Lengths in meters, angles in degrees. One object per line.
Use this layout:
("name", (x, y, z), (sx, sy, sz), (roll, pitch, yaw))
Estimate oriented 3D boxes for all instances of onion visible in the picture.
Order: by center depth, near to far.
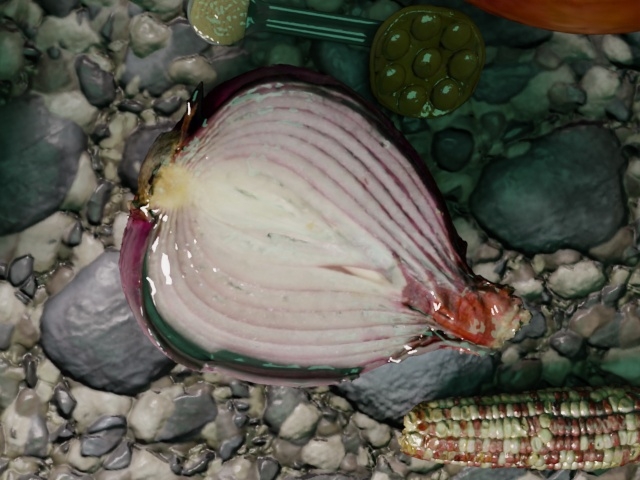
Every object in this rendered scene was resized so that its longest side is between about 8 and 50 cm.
("onion", (0.000, 0.000, 1.458), (0.348, 0.159, 0.267), (26, 103, -18))

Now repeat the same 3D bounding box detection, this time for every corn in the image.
("corn", (0.189, 0.168, 1.546), (0.237, 0.079, 0.079), (1, 96, -7))

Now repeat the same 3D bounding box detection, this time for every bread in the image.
("bread", (0.093, -0.156, 1.504), (0.110, 0.024, 0.110), (-4, 115, -8))

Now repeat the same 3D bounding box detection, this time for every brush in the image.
("brush", (0.016, -0.186, 1.501), (0.266, 0.027, 0.062), (7, 107, -10))

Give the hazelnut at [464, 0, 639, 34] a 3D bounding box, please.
("hazelnut", (0.210, -0.366, 1.360), (0.421, 0.353, 0.421), (4, 115, 8))
